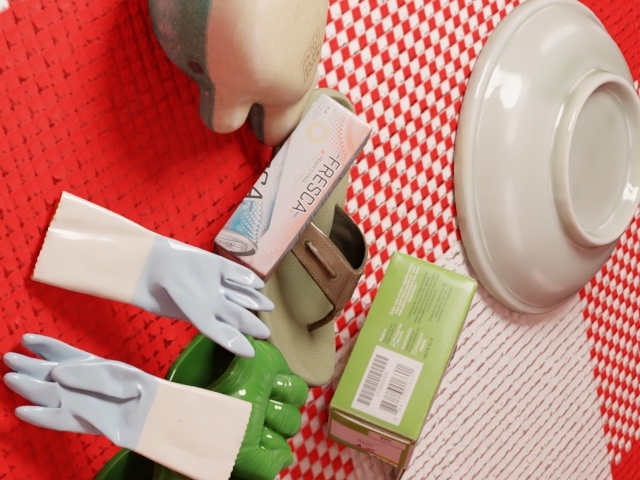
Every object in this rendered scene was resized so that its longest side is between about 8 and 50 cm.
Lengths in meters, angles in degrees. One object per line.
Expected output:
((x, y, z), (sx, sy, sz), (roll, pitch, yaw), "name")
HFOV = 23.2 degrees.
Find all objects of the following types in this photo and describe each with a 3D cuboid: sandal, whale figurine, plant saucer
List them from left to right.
((-0.072, -0.195, 1.422), (0.272, 0.141, 0.216), (72, 39, -65), "whale figurine")
((-0.001, -0.001, 1.552), (0.120, 0.086, 0.302), (3, 94, -52), "sandal")
((0.313, -0.102, 1.923), (0.400, 0.101, 0.400), (-12, 105, -51), "plant saucer")

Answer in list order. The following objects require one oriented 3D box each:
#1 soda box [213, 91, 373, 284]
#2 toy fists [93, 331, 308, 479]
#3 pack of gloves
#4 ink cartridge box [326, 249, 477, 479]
((-0.026, -0.049, 1.486), (0.183, 0.063, 0.058), (-55, 176, -13), "soda box")
((-0.106, 0.213, 1.450), (0.279, 0.096, 0.142), (-58, 136, -30), "toy fists")
((-0.161, 0.091, 1.370), (0.232, 0.046, 0.195), (23, 78, -23), "pack of gloves")
((0.083, 0.151, 1.691), (0.255, 0.097, 0.188), (95, 18, -69), "ink cartridge box")
